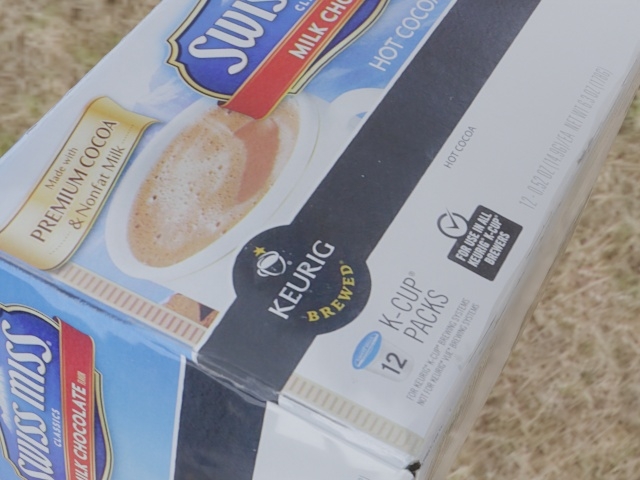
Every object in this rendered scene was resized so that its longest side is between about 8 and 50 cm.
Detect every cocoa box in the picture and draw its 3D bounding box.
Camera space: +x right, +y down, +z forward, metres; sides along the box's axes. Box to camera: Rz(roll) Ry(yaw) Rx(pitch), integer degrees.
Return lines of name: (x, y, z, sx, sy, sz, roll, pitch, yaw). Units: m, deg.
cocoa box: (0.000, 0.000, 0.667, 0.228, 0.347, 0.231, 26, 141, 12)
